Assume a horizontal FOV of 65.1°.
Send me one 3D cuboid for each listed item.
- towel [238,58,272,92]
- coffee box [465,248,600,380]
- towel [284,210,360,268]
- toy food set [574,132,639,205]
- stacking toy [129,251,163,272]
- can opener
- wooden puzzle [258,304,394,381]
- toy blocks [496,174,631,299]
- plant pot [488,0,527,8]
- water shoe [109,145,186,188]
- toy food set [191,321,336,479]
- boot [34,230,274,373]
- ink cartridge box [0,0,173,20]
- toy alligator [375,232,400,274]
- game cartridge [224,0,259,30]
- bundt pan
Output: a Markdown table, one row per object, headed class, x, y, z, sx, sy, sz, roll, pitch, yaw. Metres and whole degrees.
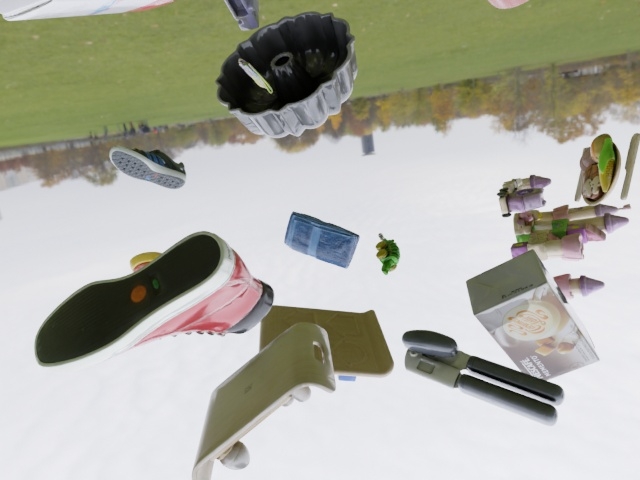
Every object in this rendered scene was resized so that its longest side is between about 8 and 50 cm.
| class | x | y | z | sx | sy | sz | roll | pitch | yaw |
| --- | --- | --- | --- | --- | --- | --- | --- | --- | --- |
| towel | -0.102 | -0.257 | 0.782 | 0.009 | 0.060 | 0.083 | -44 | -151 | 4 |
| coffee box | 0.404 | 0.152 | 0.957 | 0.141 | 0.246 | 0.098 | -30 | -150 | 24 |
| towel | 0.000 | 0.000 | 0.829 | 0.120 | 0.067 | 0.029 | 20 | -160 | 11 |
| toy food set | 0.510 | -0.131 | 0.933 | 0.039 | 0.132 | 0.192 | 10 | -178 | 2 |
| stacking toy | -0.437 | 0.134 | 1.652 | 0.309 | 0.130 | 0.279 | -13 | 152 | -5 |
| can opener | 0.272 | 0.232 | 0.885 | 0.284 | 0.095 | 0.076 | 14 | -120 | 36 |
| wooden puzzle | 0.003 | 0.291 | 1.404 | 0.348 | 0.080 | 0.322 | 2 | -160 | -6 |
| toy blocks | 0.635 | -0.039 | 1.273 | 0.260 | 0.308 | 0.288 | -8 | -160 | 34 |
| plant pot | 0.492 | -0.801 | 1.367 | 0.273 | 0.272 | 0.265 | 7 | 167 | 46 |
| water shoe | -0.439 | -0.197 | 1.281 | 0.073 | 0.080 | 0.203 | -36 | 138 | 29 |
| toy food set | -0.102 | 0.302 | 0.929 | 0.306 | 0.092 | 0.219 | -40 | -165 | 9 |
| boot | -0.180 | 0.098 | 0.587 | 0.245 | 0.088 | 0.176 | -26 | 150 | 4 |
| ink cartridge box | -0.384 | -0.492 | 0.807 | 0.131 | 0.225 | 0.306 | -2 | -155 | 27 |
| toy alligator | 0.174 | 0.021 | 1.264 | 0.051 | 0.056 | 0.189 | -31 | -156 | 20 |
| game cartridge | -0.205 | -0.644 | 1.038 | 0.068 | 0.229 | 0.355 | -2 | 166 | 13 |
| bundt pan | -0.063 | -0.361 | 1.137 | 0.331 | 0.124 | 0.330 | -12 | -127 | 17 |
